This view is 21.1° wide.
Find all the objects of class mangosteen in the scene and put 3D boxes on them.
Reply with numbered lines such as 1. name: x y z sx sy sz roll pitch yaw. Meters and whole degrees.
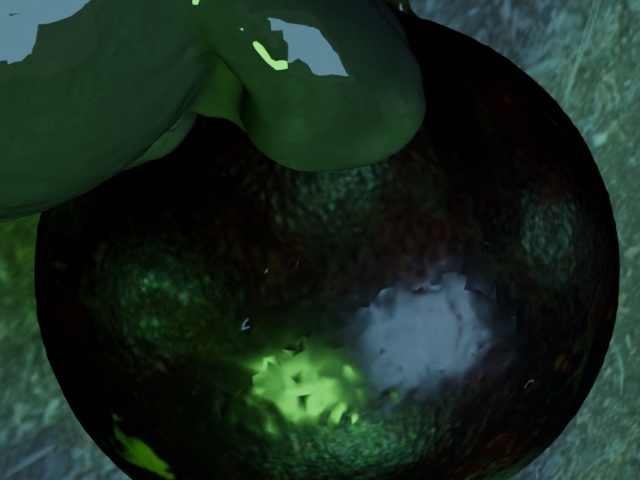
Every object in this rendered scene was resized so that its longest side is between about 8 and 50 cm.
1. mangosteen: 0.000 0.000 0.813 0.288 0.288 0.288 -24 130 -32

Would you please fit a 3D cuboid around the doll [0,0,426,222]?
1. doll: -0.187 -0.038 0.557 0.382 0.252 0.378 20 89 -26
